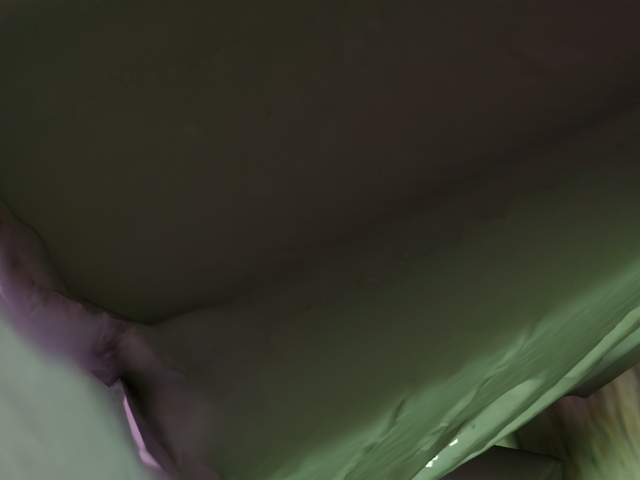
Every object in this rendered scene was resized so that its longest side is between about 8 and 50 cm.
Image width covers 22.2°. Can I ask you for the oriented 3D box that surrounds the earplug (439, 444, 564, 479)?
[{"bbox_3d":[-0.034,0.140,0.915,0.301,0.172,0.172,23,127,17],"label":"earplug"}]

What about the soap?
[{"bbox_3d":[0.000,0.000,0.672,0.213,0.435,0.350,56,139,12],"label":"soap"}]
